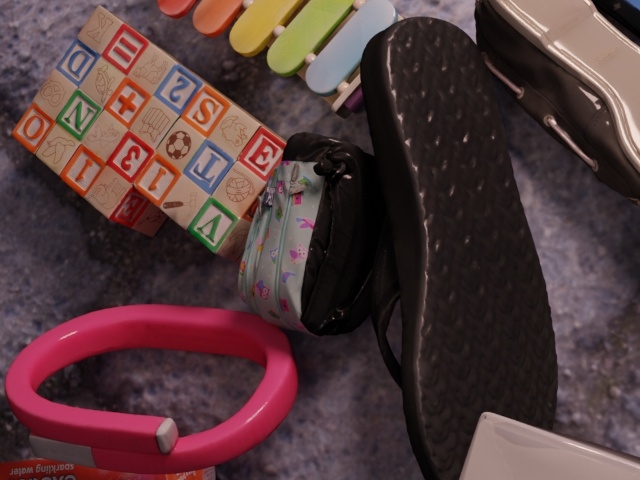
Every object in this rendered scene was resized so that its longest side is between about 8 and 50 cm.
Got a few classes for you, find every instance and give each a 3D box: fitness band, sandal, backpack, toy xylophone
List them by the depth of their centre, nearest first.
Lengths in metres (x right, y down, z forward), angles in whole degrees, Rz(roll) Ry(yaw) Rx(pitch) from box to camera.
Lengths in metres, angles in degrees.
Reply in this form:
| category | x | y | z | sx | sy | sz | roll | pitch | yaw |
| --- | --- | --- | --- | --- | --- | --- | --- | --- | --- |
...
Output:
| category | x | y | z | sx | sy | sz | roll | pitch | yaw |
| --- | --- | --- | --- | --- | --- | --- | --- | --- | --- |
| sandal | 0.112 | 0.021 | 1.123 | 0.107 | 0.167 | 0.446 | -27 | 64 | 53 |
| backpack | 0.000 | 0.000 | 1.179 | 0.115 | 0.152 | 0.182 | 14 | 87 | 43 |
| fitness band | -0.164 | 0.133 | 1.189 | 0.290 | 0.209 | 0.054 | 4 | 122 | 24 |
| toy xylophone | -0.012 | -0.274 | 1.270 | 0.322 | 0.081 | 0.236 | 36 | 94 | 27 |

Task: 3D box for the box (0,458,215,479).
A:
| category | x | y | z | sx | sy | sz | roll | pitch | yaw |
| --- | --- | --- | --- | --- | --- | --- | --- | --- | --- |
| box | -0.239 | 0.279 | 1.222 | 0.256 | 0.122 | 0.128 | -8 | 75 | 23 |

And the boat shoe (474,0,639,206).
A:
| category | x | y | z | sx | sy | sz | roll | pitch | yaw |
| --- | --- | --- | --- | --- | --- | --- | --- | --- | --- |
| boat shoe | 0.260 | -0.116 | 1.116 | 0.112 | 0.095 | 0.335 | -29 | 67 | -23 |

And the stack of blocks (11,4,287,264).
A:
| category | x | y | z | sx | sy | sz | roll | pitch | yaw |
| --- | --- | --- | --- | --- | --- | --- | --- | --- | --- |
| stack of blocks | -0.163 | -0.092 | 1.293 | 0.297 | 0.087 | 0.171 | 37 | 95 | 27 |

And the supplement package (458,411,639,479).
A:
| category | x | y | z | sx | sy | sz | roll | pitch | yaw |
| --- | --- | --- | --- | --- | --- | --- | --- | --- | --- |
| supplement package | 0.211 | 0.247 | 0.928 | 0.175 | 0.293 | 0.178 | 17 | 85 | 26 |

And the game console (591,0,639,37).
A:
| category | x | y | z | sx | sy | sz | roll | pitch | yaw |
| --- | --- | --- | --- | --- | --- | --- | --- | --- | --- |
| game console | 0.380 | -0.269 | 1.046 | 0.173 | 0.250 | 0.293 | -37 | 63 | -17 |
